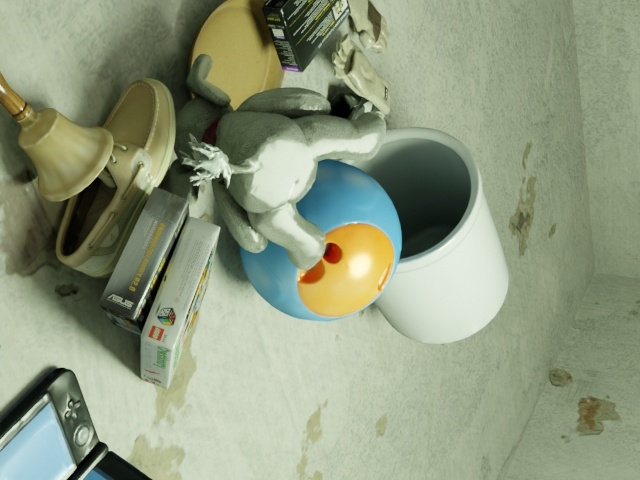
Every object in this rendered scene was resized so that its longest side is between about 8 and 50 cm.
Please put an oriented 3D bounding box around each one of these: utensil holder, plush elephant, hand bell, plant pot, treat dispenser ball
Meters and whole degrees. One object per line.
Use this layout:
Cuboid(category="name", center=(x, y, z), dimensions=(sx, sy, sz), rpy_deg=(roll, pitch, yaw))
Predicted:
Cuboid(category="utensil holder", center=(0.212, 0.000, 2.344), dimensions=(0.328, 0.327, 0.385), rpy_deg=(-69, 152, -22))
Cuboid(category="plush elephant", center=(-0.120, -0.138, 1.731), dimensions=(0.330, 0.255, 0.272), rpy_deg=(12, 108, -39))
Cuboid(category="hand bell", center=(-0.389, -0.171, 1.432), dimensions=(0.242, 0.126, 0.126), rpy_deg=(49, 54, -41))
Cuboid(category="plant pot", center=(-0.144, -0.292, 1.865), dimensions=(0.236, 0.032, 0.236), rpy_deg=(-26, 125, -45))
Cuboid(category="treat dispenser ball", center=(0.000, 0.000, 1.978), dimensions=(0.288, 0.288, 0.288), rpy_deg=(-25, 119, -57))

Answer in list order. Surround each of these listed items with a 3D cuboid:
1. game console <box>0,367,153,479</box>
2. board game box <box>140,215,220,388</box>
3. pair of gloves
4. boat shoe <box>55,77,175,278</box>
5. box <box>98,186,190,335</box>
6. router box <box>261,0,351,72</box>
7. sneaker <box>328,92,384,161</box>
Cuboid(category="game console", center=(-0.352, 0.365, 1.547), dimensions=(0.293, 0.173, 0.250), rpy_deg=(-50, 139, -45))
Cuboid(category="board game box", center=(-0.217, 0.102, 1.696), dimensions=(0.305, 0.053, 0.193), rpy_deg=(116, -6, -71))
Cuboid(category="pair of gloves", center=(0.081, -0.393, 2.240), dimensions=(0.204, 0.042, 0.240), rpy_deg=(31, 54, -55))
Cuboid(category="boat shoe", center=(-0.296, -0.099, 1.598), dimensions=(0.098, 0.109, 0.302), rpy_deg=(33, 74, -61))
Cuboid(category="box", center=(-0.251, 0.037, 1.633), dimensions=(0.231, 0.056, 0.183), rpy_deg=(119, -5, -77))
Cuboid(category="router box", center=(-0.021, -0.392, 1.903), dimensions=(0.179, 0.046, 0.133), rpy_deg=(-54, 142, -32))
Cuboid(category="sneaker", center=(0.066, -0.261, 2.251), dimensions=(0.234, 0.078, 0.106), rpy_deg=(-51, 142, -41))
